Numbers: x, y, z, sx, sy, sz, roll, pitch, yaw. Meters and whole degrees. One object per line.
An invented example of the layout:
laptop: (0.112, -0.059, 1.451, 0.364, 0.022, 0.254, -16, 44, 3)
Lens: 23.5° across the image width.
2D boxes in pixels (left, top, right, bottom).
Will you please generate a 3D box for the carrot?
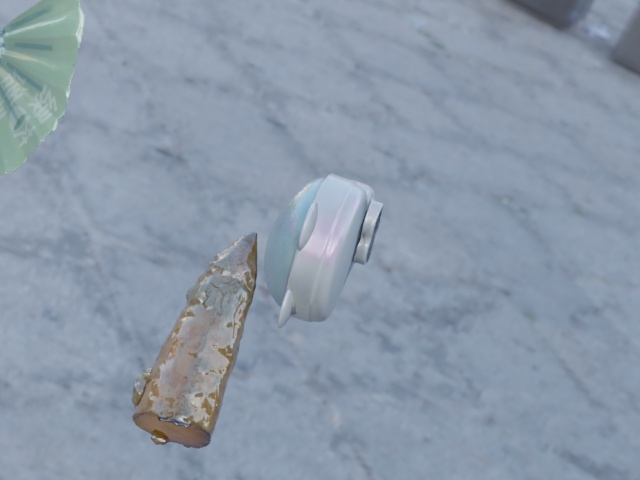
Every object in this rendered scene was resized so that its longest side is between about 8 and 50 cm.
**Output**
carrot: (-0.123, 0.102, 1.720, 0.101, 0.263, 0.102, 18, -22, 8)

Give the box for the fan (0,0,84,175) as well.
fan: (-0.274, -0.129, 1.340, 0.009, 0.240, 0.131, 3, 48, -56)

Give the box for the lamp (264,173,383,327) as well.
lamp: (-0.002, -0.001, 1.866, 0.108, 0.180, 0.246, 24, 24, 11)
